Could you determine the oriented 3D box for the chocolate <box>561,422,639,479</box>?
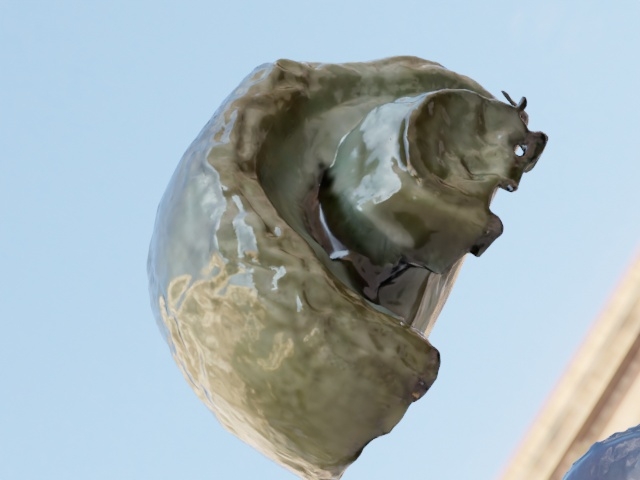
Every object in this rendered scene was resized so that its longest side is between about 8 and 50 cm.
[{"bbox_3d":[0.289,0.274,1.409,0.186,0.283,0.284,-81,-5,-51],"label":"chocolate"}]

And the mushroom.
[{"bbox_3d":[-0.001,0.003,1.058,0.267,0.164,0.189,-61,0,-39],"label":"mushroom"}]
